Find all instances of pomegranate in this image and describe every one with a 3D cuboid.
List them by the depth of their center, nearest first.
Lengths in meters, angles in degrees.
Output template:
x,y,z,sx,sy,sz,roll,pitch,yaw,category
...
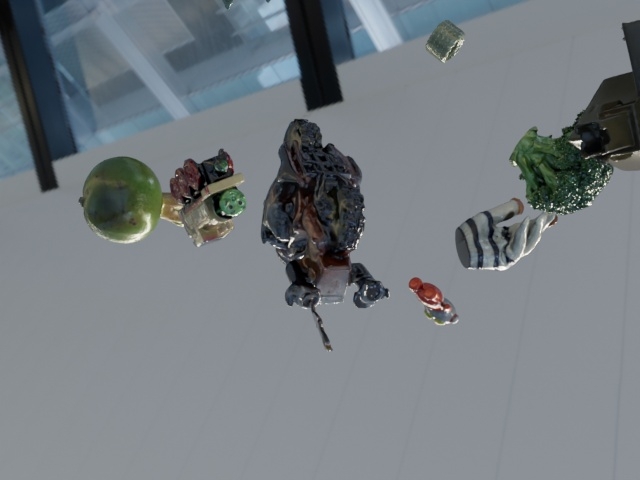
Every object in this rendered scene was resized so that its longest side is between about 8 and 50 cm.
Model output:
x,y,z,sx,sy,sz,roll,pitch,yaw,category
-0.487,-0.101,1.800,0.236,0.302,0.235,-17,-111,57,pomegranate

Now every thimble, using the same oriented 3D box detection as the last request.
x,y,z,sx,sy,sz,roll,pitch,yaw,category
0.294,-0.466,1.575,0.084,0.062,0.110,-51,172,16,thimble

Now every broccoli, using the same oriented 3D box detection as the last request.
x,y,z,sx,sy,sz,roll,pitch,yaw,category
0.410,-0.131,1.127,0.156,0.195,0.195,32,-110,21,broccoli

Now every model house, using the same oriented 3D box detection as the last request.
x,y,z,sx,sy,sz,roll,pitch,yaw,category
0.419,-0.177,0.845,0.244,0.204,0.211,-19,-174,-23,model house

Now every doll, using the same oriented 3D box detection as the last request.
x,y,z,sx,sy,sz,roll,pitch,yaw,category
0.321,0.177,1.874,0.142,0.245,0.076,35,-99,36,doll

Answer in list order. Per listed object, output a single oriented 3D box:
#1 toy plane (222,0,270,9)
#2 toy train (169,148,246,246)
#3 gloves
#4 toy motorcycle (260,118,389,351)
x,y,z,sx,sy,sz,roll,pitch,yaw,category
-0.064,-0.455,1.003,0.382,0.107,0.155,-26,-117,54,toy plane
-0.120,-0.045,0.728,0.050,0.087,0.138,-25,-179,-27,toy train
0.417,-0.009,1.481,0.219,0.131,0.140,-10,-157,-5,gloves
0.000,0.000,0.896,0.134,0.207,0.401,2,-148,-23,toy motorcycle
